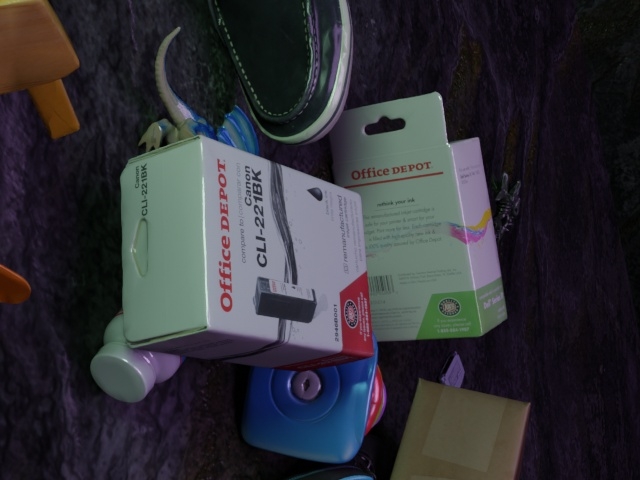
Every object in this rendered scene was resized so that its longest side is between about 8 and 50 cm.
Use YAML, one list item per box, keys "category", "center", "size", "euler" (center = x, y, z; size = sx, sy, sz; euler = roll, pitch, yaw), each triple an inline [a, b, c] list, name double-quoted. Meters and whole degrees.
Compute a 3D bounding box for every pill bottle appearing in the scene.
- category: "pill bottle"
  center: [-0.174, 0.094, 1.062]
  size: [0.087, 0.087, 0.160]
  euler: [66, 34, -26]

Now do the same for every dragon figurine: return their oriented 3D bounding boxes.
- category: "dragon figurine"
  center: [-0.131, -0.107, 1.176]
  size: [0.144, 0.085, 0.289]
  euler: [-34, 114, -56]

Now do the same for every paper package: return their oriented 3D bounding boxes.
- category: "paper package"
  center: [0.182, 0.416, 1.431]
  size: [0.309, 0.168, 0.325]
  euler: [84, 21, -47]

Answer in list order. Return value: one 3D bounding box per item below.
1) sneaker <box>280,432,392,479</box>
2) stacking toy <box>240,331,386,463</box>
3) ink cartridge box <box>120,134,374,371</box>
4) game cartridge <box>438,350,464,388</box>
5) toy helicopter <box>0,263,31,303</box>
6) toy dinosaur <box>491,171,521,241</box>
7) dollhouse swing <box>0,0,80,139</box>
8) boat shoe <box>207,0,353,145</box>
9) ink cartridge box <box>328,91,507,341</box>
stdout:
- category: "sneaker"
  center: [0.028, 0.336, 1.299]
  size: [0.341, 0.140, 0.125]
  euler: [-17, 96, -60]
- category: "stacking toy"
  center: [0.026, 0.210, 1.344]
  size: [0.302, 0.166, 0.175]
  euler: [40, 59, -68]
- category: "ink cartridge box"
  center: [-0.071, 0.024, 1.056]
  size: [0.273, 0.114, 0.197]
  euler: [16, 64, -50]
- category: "game cartridge"
  center: [0.234, 0.244, 1.780]
  size: [0.083, 0.017, 0.056]
  euler: [-50, 123, -50]
- category: "toy helicopter"
  center: [-0.345, 0.014, 0.745]
  size: [0.235, 0.140, 0.355]
  euler: [-63, 140, -58]
- category: "toy dinosaur"
  center: [0.239, -0.007, 1.760]
  size: [0.218, 0.164, 0.322]
  euler: [-59, 153, -26]
- category: "dollhouse swing"
  center: [-0.360, -0.223, 0.746]
  size: [0.315, 0.305, 0.347]
  euler: [-19, 77, -25]
- category: "boat shoe"
  center: [-0.086, -0.358, 1.220]
  size: [0.156, 0.187, 0.500]
  euler: [-4, 83, -54]
- category: "ink cartridge box"
  center: [0.144, -0.035, 1.498]
  size: [0.119, 0.207, 0.353]
  euler: [-18, 100, -57]
